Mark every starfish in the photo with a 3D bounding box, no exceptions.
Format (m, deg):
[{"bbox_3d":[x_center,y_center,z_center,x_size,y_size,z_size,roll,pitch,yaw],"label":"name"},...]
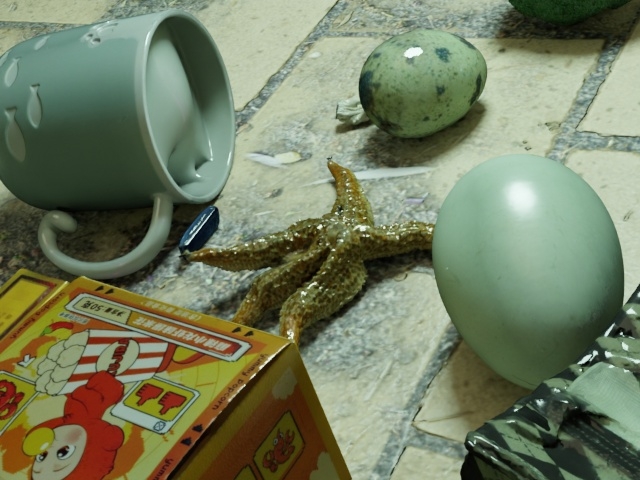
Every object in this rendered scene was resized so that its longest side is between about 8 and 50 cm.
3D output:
[{"bbox_3d":[-0.018,0.012,1.246,0.293,0.084,0.301,-33,43,-19],"label":"starfish"}]

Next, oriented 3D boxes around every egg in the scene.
[{"bbox_3d":[0.137,-0.211,1.416,0.181,0.141,0.141,-20,36,-16],"label":"egg"},{"bbox_3d":[0.204,0.029,1.042,0.182,0.183,0.264,-14,45,7],"label":"egg"}]

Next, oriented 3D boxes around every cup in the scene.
[{"bbox_3d":[-0.295,-0.119,1.434,0.274,0.259,0.357,-4,71,22],"label":"cup"}]

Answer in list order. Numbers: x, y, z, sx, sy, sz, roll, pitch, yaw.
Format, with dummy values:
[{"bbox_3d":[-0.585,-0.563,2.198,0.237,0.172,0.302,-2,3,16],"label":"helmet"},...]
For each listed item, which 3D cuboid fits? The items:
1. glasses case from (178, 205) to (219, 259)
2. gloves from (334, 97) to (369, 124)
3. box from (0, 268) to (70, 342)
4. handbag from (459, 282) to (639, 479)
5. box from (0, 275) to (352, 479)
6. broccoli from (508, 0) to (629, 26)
[{"bbox_3d":[-0.159,-0.010,1.374,0.023,0.034,0.083,21,50,18],"label":"glasses case"},{"bbox_3d":[0.049,-0.185,1.499,0.080,0.037,0.044,0,66,8],"label":"gloves"},{"bbox_3d":[-0.335,0.200,1.056,0.084,0.193,0.301,11,46,36],"label":"box"},{"bbox_3d":[0.332,0.136,0.830,0.316,0.180,0.416,33,57,30],"label":"handbag"},{"bbox_3d":[-0.173,0.206,0.962,0.283,0.214,0.259,13,49,35],"label":"box"},{"bbox_3d":[0.359,-0.443,1.514,0.269,0.270,0.270,-1,17,0],"label":"broccoli"}]
